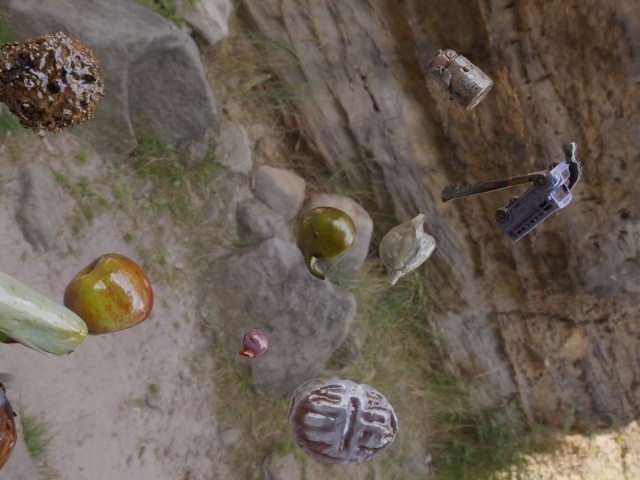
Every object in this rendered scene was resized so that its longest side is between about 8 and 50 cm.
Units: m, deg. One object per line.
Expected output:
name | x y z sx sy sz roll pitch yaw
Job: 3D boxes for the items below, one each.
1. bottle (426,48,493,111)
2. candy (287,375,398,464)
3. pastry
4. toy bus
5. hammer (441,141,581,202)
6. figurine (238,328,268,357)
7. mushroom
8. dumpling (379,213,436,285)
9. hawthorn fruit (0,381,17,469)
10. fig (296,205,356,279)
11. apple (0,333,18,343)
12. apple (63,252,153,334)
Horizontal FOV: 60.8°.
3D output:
bottle | 0.310 -0.376 1.252 0.152 0.099 0.099 46 14 8
candy | 0.052 0.472 1.446 0.157 0.290 0.214 172 -69 -75
pastry | -0.700 -0.411 1.407 0.193 0.275 0.274 42 -11 37
toy bus | 0.400 -0.072 1.007 0.073 0.167 0.076 -32 76 -36
hammer | 0.394 -0.123 1.151 0.033 0.288 0.111 -23 102 -56
figurine | -0.167 0.263 1.397 0.083 0.067 0.071 98 8 -80
mushroom | -0.535 0.112 0.935 0.312 0.100 0.081 56 4 -48
dumpling | 0.203 0.011 1.254 0.199 0.119 0.136 -65 -175 -28
hawthorn fruit | -0.908 0.465 1.315 0.325 0.308 0.307 10 67 -38
fig | 0.000 0.000 0.756 0.098 0.084 0.082 -55 162 -18
apple | -0.733 0.196 1.307 0.099 0.114 0.101 -53 154 -55
apple | -0.718 0.179 1.851 0.301 0.302 0.301 -10 90 -74
